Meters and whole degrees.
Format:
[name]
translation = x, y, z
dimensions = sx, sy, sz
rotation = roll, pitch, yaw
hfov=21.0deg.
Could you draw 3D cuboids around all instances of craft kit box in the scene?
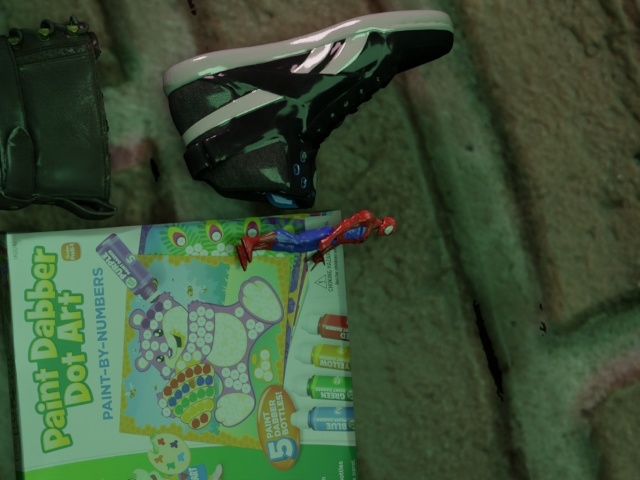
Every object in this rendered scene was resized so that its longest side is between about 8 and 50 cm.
[craft kit box]
translation = -0.099, 0.108, 1.240
dimensions = 0.246, 0.061, 0.250
rotation = -5, 92, -14

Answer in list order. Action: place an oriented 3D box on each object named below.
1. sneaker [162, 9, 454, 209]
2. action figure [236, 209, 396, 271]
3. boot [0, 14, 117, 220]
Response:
[sneaker]
translation = 0.004, -0.087, 1.246
dimensions = 0.217, 0.079, 0.121
rotation = -14, 81, -7
[action figure]
translation = 0.000, 0.000, 1.223
dimensions = 0.115, 0.038, 0.030
rotation = -15, 72, -15
[boot]
translation = -0.264, -0.122, 1.179
dimensions = 0.229, 0.091, 0.263
rotation = -14, 90, -26
